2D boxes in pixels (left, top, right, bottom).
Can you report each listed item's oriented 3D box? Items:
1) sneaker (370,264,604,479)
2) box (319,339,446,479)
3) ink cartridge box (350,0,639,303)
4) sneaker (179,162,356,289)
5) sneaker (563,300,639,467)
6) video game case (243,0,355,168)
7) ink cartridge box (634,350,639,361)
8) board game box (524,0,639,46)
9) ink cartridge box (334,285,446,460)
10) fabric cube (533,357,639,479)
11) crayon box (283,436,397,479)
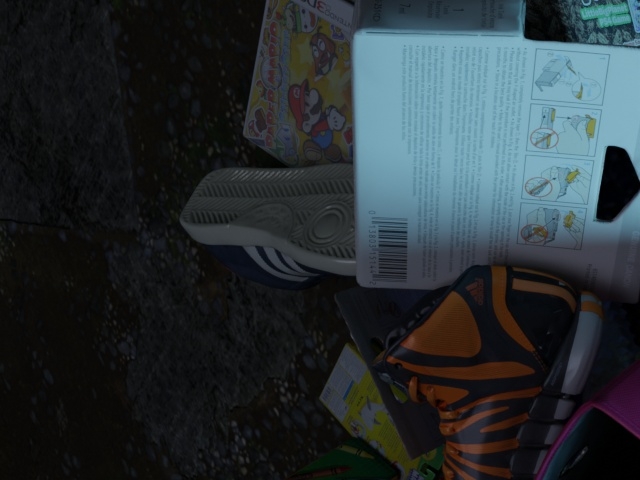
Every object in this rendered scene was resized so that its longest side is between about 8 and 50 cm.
[{"bbox_3d":[0.121,0.169,1.187,0.180,0.124,0.321,18,97,-2],"label":"sneaker"},{"bbox_3d":[0.083,0.209,1.532,0.179,0.043,0.105,48,133,28],"label":"box"},{"bbox_3d":[0.159,-0.072,1.118,0.261,0.066,0.296,4,136,6],"label":"ink cartridge box"},{"bbox_3d":[0.000,0.000,1.478,0.350,0.131,0.148,12,152,46],"label":"sneaker"},{"bbox_3d":[0.234,0.122,1.293,0.146,0.102,0.293,-24,76,49],"label":"sneaker"},{"bbox_3d":[-0.001,-0.177,1.497,0.206,0.026,0.227,36,128,34],"label":"video game case"},{"bbox_3d":[0.386,0.091,1.137,0.171,0.056,0.235,43,130,19],"label":"ink cartridge box"},{"bbox_3d":[0.167,-0.232,1.208,0.232,0.141,0.291,-16,92,49],"label":"board game box"},{"bbox_3d":[0.111,0.117,1.329,0.056,0.224,0.181,-35,77,45],"label":"ink cartridge box"},{"bbox_3d":[0.333,0.220,1.023,0.259,0.258,0.254,40,138,24],"label":"fabric cube"},{"bbox_3d":[-0.006,0.387,1.566,0.081,0.165,0.278,37,138,33],"label":"crayon box"}]
